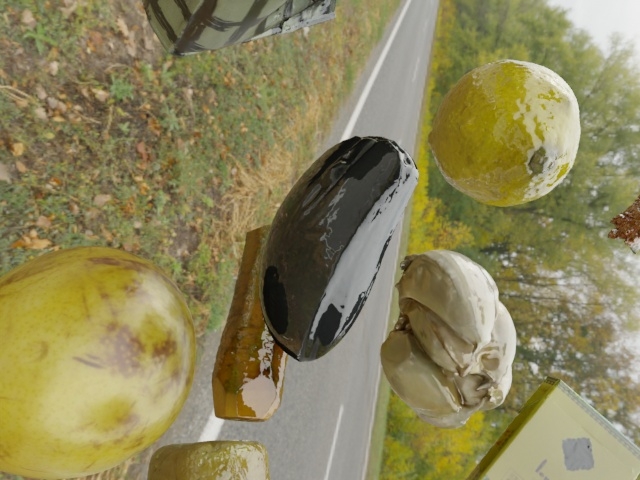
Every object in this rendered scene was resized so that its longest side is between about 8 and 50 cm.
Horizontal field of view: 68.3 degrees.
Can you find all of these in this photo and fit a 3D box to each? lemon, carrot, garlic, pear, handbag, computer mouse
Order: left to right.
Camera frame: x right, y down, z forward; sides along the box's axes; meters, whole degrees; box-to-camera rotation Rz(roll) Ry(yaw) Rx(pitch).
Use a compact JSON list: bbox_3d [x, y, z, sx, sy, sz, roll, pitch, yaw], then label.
[{"bbox_3d":[-0.290,0.140,0.569,0.281,0.281,0.280,2,90,-77],"label":"pear"},{"bbox_3d":[-0.098,0.128,0.752,0.114,0.114,0.302,66,29,-61],"label":"carrot"},{"bbox_3d":[-0.052,-0.407,0.653,0.327,0.325,0.162,-30,98,-32],"label":"handbag"},{"bbox_3d":[0.000,0.000,0.515,0.086,0.137,0.269,23,91,-43],"label":"computer mouse"},{"bbox_3d":[0.208,0.160,0.711,0.203,0.185,0.281,48,-55,57],"label":"garlic"},{"bbox_3d":[0.451,-0.252,1.154,0.387,0.350,0.350,-105,-174,-54],"label":"lemon"}]

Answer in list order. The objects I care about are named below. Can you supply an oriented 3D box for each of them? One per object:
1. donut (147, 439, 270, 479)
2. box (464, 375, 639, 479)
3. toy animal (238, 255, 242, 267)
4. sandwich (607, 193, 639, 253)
[{"bbox_3d":[-0.207,0.447,0.889,0.208,0.261,0.128,22,56,-46],"label":"donut"},{"bbox_3d":[0.277,0.333,0.610,0.279,0.153,0.041,-47,174,-8],"label":"box"},{"bbox_3d":[-0.145,0.047,0.952,0.081,0.060,0.083,49,11,-33],"label":"toy animal"},{"bbox_3d":[0.800,-0.051,1.149,0.109,0.160,0.185,45,40,-6],"label":"sandwich"}]
